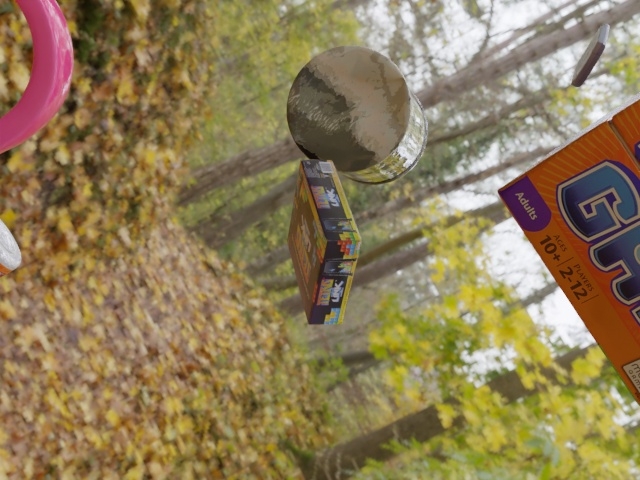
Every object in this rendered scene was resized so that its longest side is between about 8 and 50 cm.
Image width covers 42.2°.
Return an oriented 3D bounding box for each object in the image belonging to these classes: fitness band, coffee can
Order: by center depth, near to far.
[{"bbox_3d":[-0.380,-0.169,0.798,0.054,0.290,0.209,-60,129,-74],"label":"fitness band"},{"bbox_3d":[0.072,-0.206,1.428,0.201,0.201,0.275,62,11,6],"label":"coffee can"}]

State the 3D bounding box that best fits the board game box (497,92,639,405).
[{"bbox_3d":[0.538,-0.051,1.171,0.356,0.356,0.356,57,33,2],"label":"board game box"}]

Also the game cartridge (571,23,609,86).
[{"bbox_3d":[0.381,-0.258,1.171,0.017,0.056,0.083,26,-37,5],"label":"game cartridge"}]

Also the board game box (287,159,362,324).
[{"bbox_3d":[0.000,0.000,1.067,0.170,0.048,0.141,-107,-156,-49],"label":"board game box"}]

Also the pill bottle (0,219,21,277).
[{"bbox_3d":[-0.634,0.047,1.406,0.121,0.221,0.121,59,-2,3],"label":"pill bottle"}]
